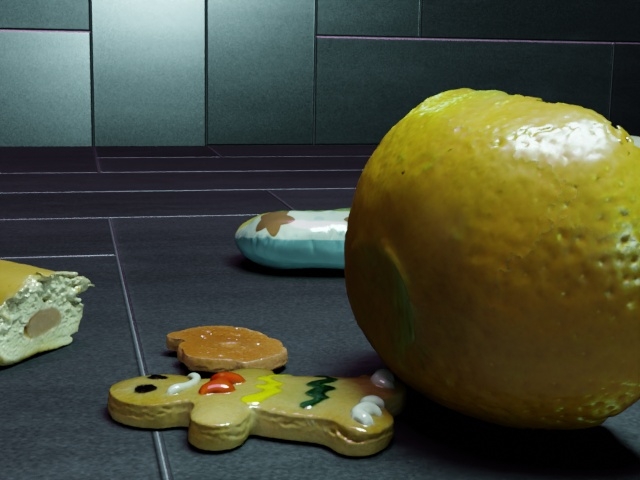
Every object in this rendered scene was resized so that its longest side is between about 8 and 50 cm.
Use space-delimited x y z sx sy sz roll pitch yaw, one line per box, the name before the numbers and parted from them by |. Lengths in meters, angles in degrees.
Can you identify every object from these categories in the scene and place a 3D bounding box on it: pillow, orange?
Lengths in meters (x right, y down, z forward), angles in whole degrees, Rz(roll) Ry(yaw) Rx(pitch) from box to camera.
pillow | 0.000 0.000 1.416 0.234 0.086 0.214 -1 0 1
orange | 0.128 0.010 0.835 0.196 0.262 0.334 2 15 -21

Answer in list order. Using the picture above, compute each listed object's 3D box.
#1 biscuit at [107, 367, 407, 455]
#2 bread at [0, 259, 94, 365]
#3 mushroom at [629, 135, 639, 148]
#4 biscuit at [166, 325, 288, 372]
biscuit | -0.053 0.126 0.824 0.240 0.035 0.158 3 8 6
bread | -0.325 0.061 1.002 0.173 0.085 0.134 6 11 23
mushroom | 0.385 -0.067 1.325 0.138 0.154 0.407 11 -8 -17
biscuit | -0.087 0.104 0.972 0.102 0.019 0.130 -4 11 -29
